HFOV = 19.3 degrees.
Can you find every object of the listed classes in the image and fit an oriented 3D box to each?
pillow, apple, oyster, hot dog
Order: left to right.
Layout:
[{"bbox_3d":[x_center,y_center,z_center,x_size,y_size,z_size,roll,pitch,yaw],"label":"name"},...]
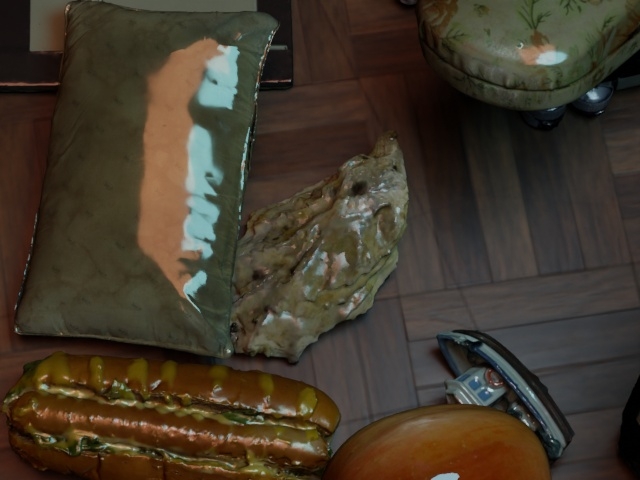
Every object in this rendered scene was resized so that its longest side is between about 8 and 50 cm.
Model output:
[{"bbox_3d":[-0.141,-0.060,1.540,0.185,0.075,0.302,5,77,9],"label":"pillow"},{"bbox_3d":[-0.118,0.150,1.485,0.269,0.072,0.115,4,79,-2],"label":"hot dog"},{"bbox_3d":[0.001,0.009,1.538,0.209,0.072,0.133,-27,72,-10],"label":"oyster"},{"bbox_3d":[0.090,0.207,1.424,0.199,0.199,0.199,1,71,-3],"label":"apple"}]

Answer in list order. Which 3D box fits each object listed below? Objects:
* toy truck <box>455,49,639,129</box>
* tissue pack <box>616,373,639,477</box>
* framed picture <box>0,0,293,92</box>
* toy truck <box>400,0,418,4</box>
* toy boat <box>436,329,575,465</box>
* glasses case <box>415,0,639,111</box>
[{"bbox_3d":[0.236,-0.181,1.596,0.253,0.114,0.124,-14,62,-8],"label":"toy truck"},{"bbox_3d":[0.386,0.083,1.340,0.264,0.416,0.253,38,75,16],"label":"tissue pack"},{"bbox_3d":[-0.157,-0.291,1.659,0.265,0.016,0.347,-2,72,-3],"label":"framed picture"},{"bbox_3d":[0.149,-0.296,1.623,0.216,0.116,0.110,-26,75,-11],"label":"toy truck"},{"bbox_3d":[0.139,0.127,1.508,0.066,0.059,0.140,-30,72,-30],"label":"toy boat"},{"bbox_3d":[0.248,-0.249,1.519,0.156,0.098,0.425,30,56,31],"label":"glasses case"}]
